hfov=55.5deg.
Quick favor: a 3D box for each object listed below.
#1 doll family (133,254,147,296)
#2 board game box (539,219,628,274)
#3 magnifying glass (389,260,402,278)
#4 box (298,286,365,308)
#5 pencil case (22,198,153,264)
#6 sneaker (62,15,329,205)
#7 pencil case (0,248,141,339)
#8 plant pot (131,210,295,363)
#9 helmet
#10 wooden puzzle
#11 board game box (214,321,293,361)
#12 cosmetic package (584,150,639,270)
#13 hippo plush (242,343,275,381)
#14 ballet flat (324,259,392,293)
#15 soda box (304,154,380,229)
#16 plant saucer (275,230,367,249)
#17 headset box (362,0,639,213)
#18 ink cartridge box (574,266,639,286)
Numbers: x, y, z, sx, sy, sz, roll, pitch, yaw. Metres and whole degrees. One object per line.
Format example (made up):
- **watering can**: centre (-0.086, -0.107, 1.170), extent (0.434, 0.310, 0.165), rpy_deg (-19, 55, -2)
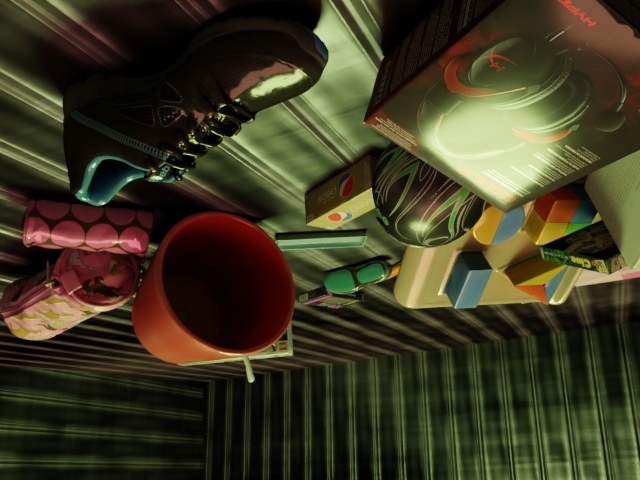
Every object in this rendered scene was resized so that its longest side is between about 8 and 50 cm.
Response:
- **doll family**: centre (-0.354, 0.100, 1.305), extent (0.193, 0.076, 0.111), rpy_deg (34, 141, -20)
- **board game box**: centre (0.498, -0.013, 0.968), extent (0.259, 0.030, 0.136), rpy_deg (-20, -167, -18)
- **magnifying glass**: centre (0.219, 0.052, 1.482), extent (0.092, 0.026, 0.231), rpy_deg (5, 157, -26)
- **box**: centre (0.034, 0.168, 1.768), extent (0.162, 0.029, 0.116), rpy_deg (14, 155, -40)
- **pencil case**: centre (-0.399, -0.017, 1.045), extent (0.209, 0.095, 0.098), rpy_deg (9, 173, -28)
- **sneaker**: centre (-0.142, -0.133, 0.677), extent (0.340, 0.140, 0.125), rpy_deg (-14, 157, 24)
- **pencil case**: centre (-0.535, 0.108, 1.272), extent (0.167, 0.160, 0.386), rpy_deg (38, 142, -26)
- **plant pot**: centre (-0.225, 0.114, 1.156), extent (0.274, 0.275, 0.243), rpy_deg (9, 152, -35)
- **helmet**: centre (0.157, -0.084, 0.856), extent (0.169, 0.170, 0.162), rpy_deg (-3, 142, -3)
- **wooden puzzle**: centre (0.331, 0.010, 1.064), extent (0.347, 0.081, 0.322), rpy_deg (2, 129, -12)
- **board game box**: centre (-0.230, 0.220, 1.609), extent (0.305, 0.193, 0.053), rpy_deg (-7, 162, 8)
- **cosmetic package**: centre (0.497, -0.074, 0.854), extent (0.151, 0.184, 0.152), rpy_deg (-2, 137, -3)
- **hippo plush**: centre (-0.257, 0.151, 1.475), extent (0.236, 0.234, 0.294), rpy_deg (20, 161, 36)
- **ballet flat**: centre (0.098, 0.091, 1.512), extent (0.188, 0.070, 0.070), rpy_deg (-14, 159, 36)
- **soda box**: centre (0.049, -0.076, 1.011), extent (0.061, 0.058, 0.181), rpy_deg (10, 157, -35)
- **plant saucer**: centre (0.000, 0.000, 1.286), extent (0.191, 0.018, 0.067), rpy_deg (-3, 161, -5)
- **headset box**: centre (0.201, -0.157, 0.622), extent (0.218, 0.110, 0.293), rpy_deg (29, 150, -19)
- **ink cartridge box**: centre (0.501, -0.001, 1.172), extent (0.370, 0.069, 0.176), rpy_deg (-11, 116, 24)
